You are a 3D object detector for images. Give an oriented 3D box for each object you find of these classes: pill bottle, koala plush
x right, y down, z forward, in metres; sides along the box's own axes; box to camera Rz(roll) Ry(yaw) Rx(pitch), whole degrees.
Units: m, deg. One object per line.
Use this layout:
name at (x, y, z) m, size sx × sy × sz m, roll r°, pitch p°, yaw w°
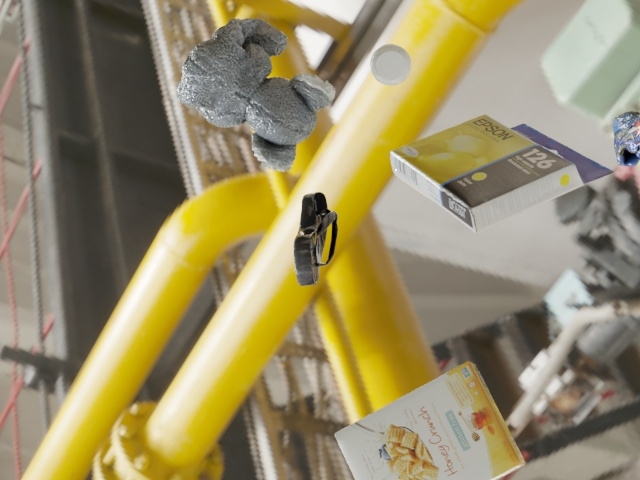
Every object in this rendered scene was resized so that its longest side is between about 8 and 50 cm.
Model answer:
pill bottle at (0.114, -0.285, 2.029) m, size 0.067 × 0.067 × 0.120 m, roll 31°, pitch -171°, yaw -3°
koala plush at (-0.099, -0.228, 2.004) m, size 0.221 × 0.196 × 0.203 m, roll 39°, pitch -166°, yaw 11°

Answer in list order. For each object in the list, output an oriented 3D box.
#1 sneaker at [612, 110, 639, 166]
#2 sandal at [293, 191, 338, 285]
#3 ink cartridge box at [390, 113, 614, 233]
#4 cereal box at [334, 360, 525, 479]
sneaker at (0.541, -0.174, 2.015) m, size 0.083 × 0.221 × 0.087 m, roll 10°, pitch -103°, yaw -9°
sandal at (0.000, 0.001, 1.887) m, size 0.054 × 0.097 × 0.254 m, roll -6°, pitch -156°, yaw 7°
ink cartridge box at (0.338, -0.149, 2.367) m, size 0.307 × 0.072 × 0.303 m, roll -25°, pitch -148°, yaw -16°
cereal box at (0.161, 0.311, 1.868) m, size 0.173 × 0.240 × 0.047 m, roll 63°, pitch -168°, yaw 19°
